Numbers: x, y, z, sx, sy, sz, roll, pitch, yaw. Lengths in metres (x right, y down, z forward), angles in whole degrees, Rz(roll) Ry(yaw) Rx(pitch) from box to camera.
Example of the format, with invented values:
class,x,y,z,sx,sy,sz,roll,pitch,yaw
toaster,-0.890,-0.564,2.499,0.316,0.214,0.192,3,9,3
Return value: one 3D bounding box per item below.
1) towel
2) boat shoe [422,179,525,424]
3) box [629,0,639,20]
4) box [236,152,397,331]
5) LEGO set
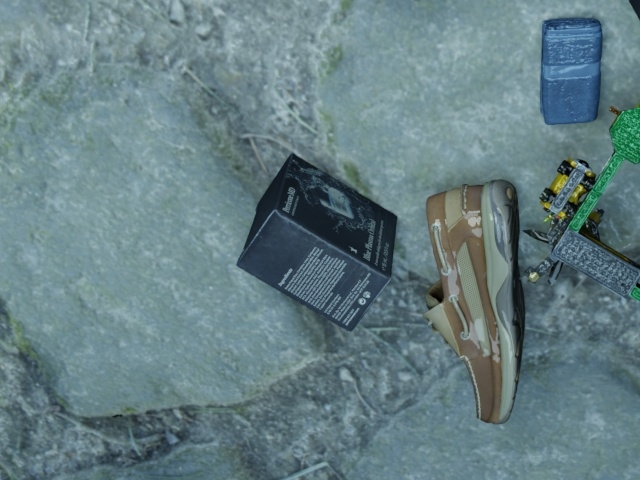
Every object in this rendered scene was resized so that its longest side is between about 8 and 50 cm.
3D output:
class,x,y,z,sx,sy,sz,roll,pitch,yaw
towel,0.280,-0.190,1.288,0.067,0.029,0.120,-1,119,7
boat shoe,0.187,0.076,1.409,0.116,0.123,0.325,0,113,15
box,0.463,-0.277,1.043,0.343,0.313,0.179,6,120,0
box,0.000,0.000,1.356,0.158,0.156,0.093,30,118,-10
LEGO set,0.414,-0.007,1.318,0.331,0.192,0.255,25,101,8
